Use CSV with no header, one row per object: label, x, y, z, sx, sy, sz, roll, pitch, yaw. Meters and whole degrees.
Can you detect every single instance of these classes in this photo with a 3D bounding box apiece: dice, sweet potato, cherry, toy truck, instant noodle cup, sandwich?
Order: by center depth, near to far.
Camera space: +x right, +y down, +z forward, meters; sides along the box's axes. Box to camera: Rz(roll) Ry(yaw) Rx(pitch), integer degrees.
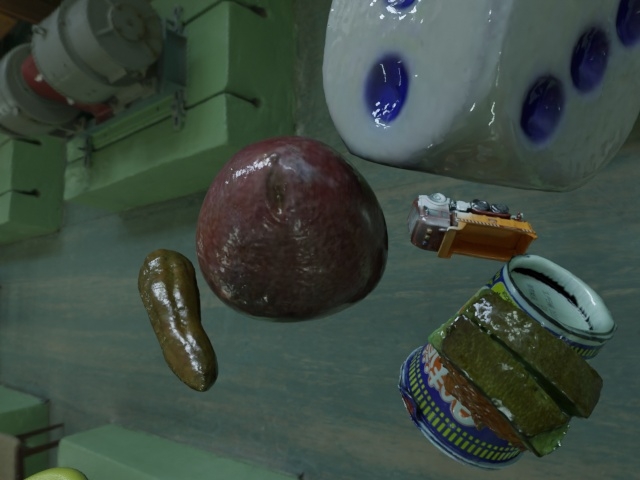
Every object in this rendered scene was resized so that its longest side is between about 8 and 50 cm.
sweet potato,-0.127,0.057,0.433,0.054,0.053,0.182,-52,41,14
dice,0.176,-0.196,0.536,0.243,0.259,0.252,25,112,51
sandwich,0.198,0.142,0.562,0.109,0.160,0.185,-44,92,-13
cherry,-0.040,-0.013,0.665,0.260,0.308,0.221,-6,51,2
instant noodle cup,0.332,0.200,0.879,0.284,0.284,0.313,51,131,33
toy truck,0.343,-0.022,1.146,0.135,0.270,0.114,-83,3,-50

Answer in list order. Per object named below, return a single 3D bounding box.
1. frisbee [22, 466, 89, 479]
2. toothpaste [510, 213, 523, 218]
frisbee,-0.354,0.356,0.535,0.235,0.017,0.236,-22,29,13
toothpaste,0.533,-0.026,1.475,0.049,0.032,0.204,34,145,-4
